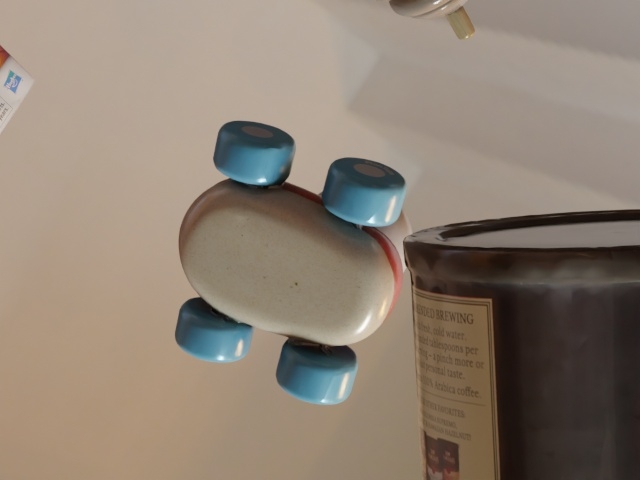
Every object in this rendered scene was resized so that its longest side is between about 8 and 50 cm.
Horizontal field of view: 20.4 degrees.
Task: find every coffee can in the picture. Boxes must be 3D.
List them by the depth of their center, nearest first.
[{"bbox_3d":[0.147,0.129,0.841,0.202,0.275,0.201,-3,-175,0],"label":"coffee can"}]

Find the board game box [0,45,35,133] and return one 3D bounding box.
[{"bbox_3d":[-0.370,-0.044,1.171,0.078,0.347,0.233,12,154,42],"label":"board game box"}]

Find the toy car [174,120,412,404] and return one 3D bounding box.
[{"bbox_3d":[0.000,0.000,1.685,0.210,0.219,0.238,20,-159,16],"label":"toy car"}]

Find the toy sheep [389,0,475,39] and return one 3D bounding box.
[{"bbox_3d":[0.055,-0.174,1.031,0.132,0.091,0.091,51,169,-20],"label":"toy sheep"}]
